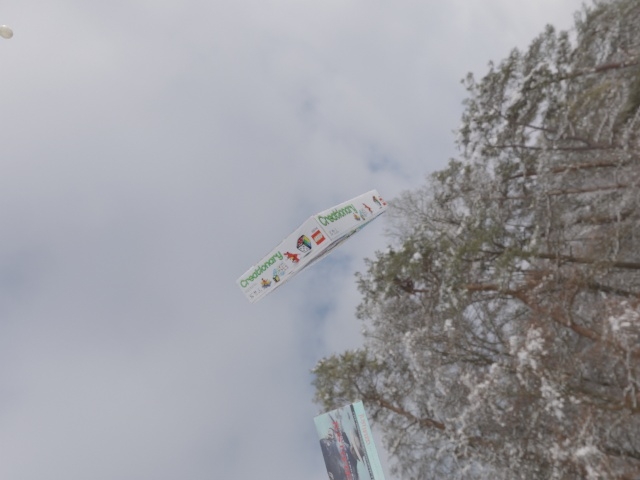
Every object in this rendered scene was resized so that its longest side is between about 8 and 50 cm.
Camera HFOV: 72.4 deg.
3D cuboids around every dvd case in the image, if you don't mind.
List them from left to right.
[{"bbox_3d":[0.027,0.215,0.443,0.013,0.119,0.087,-6,-114,-25],"label":"dvd case"}]

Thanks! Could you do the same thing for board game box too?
[{"bbox_3d":[0.000,0.000,0.812,0.053,0.193,0.305,53,-152,4],"label":"board game box"}]

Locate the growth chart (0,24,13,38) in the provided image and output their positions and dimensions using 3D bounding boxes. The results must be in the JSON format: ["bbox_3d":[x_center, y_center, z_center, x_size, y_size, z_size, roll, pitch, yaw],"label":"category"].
[{"bbox_3d":[-0.467,-0.263,0.468,0.172,0.237,0.021,19,-75,-9],"label":"growth chart"}]
